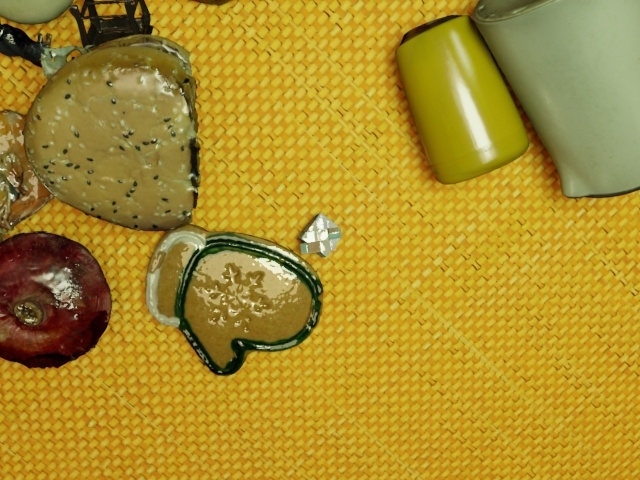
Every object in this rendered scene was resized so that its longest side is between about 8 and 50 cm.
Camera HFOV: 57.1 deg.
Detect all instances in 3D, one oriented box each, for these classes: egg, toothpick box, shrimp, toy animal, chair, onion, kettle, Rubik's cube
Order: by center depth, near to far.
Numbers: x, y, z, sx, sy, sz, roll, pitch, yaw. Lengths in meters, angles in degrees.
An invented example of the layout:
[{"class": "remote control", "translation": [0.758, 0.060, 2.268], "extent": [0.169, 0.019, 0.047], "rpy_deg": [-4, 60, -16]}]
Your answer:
[{"class": "kettle", "translation": [0.488, -0.309, 0.973], "extent": [0.361, 0.250, 0.377], "rpy_deg": [-38, 117, -2]}, {"class": "egg", "translation": [-0.486, -0.424, 0.988], "extent": [0.152, 0.114, 0.114], "rpy_deg": [-9, 101, 0]}, {"class": "toy animal", "translation": [-0.515, -0.337, 1.010], "extent": [0.220, 0.108, 0.062], "rpy_deg": [18, 102, 25]}, {"class": "onion", "translation": [-0.499, 0.108, 1.031], "extent": [0.252, 0.219, 0.252], "rpy_deg": [-2, 100, -12]}, {"class": "toothpick box", "translation": [0.240, -0.251, 1.035], "extent": [0.175, 0.175, 0.271], "rpy_deg": [-24, 98, 1]}, {"class": "chair", "translation": [-0.349, -0.330, 1.037], "extent": [0.106, 0.113, 0.229], "rpy_deg": [-3, 138, -3]}, {"class": "shrimp", "translation": [-0.571, -0.078, 1.073], "extent": [0.164, 0.062, 0.317], "rpy_deg": [10, 97, -8]}, {"class": "Rubik's cube", "translation": [0.001, -0.002, 1.112], "extent": [0.073, 0.075, 0.084], "rpy_deg": [36, 97, -8]}]

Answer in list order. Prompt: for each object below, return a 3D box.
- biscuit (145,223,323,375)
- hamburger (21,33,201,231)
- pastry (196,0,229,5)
[{"class": "biscuit", "translation": [-0.171, 0.125, 1.134], "extent": [0.343, 0.057, 0.287], "rpy_deg": [17, 99, -6]}, {"class": "hamburger", "translation": [-0.331, -0.174, 0.979], "extent": [0.276, 0.195, 0.318], "rpy_deg": [-1, 126, -5]}, {"class": "pastry", "translation": [-0.194, -0.504, 0.997], "extent": [0.188, 0.103, 0.189], "rpy_deg": [-1, 101, -3]}]
